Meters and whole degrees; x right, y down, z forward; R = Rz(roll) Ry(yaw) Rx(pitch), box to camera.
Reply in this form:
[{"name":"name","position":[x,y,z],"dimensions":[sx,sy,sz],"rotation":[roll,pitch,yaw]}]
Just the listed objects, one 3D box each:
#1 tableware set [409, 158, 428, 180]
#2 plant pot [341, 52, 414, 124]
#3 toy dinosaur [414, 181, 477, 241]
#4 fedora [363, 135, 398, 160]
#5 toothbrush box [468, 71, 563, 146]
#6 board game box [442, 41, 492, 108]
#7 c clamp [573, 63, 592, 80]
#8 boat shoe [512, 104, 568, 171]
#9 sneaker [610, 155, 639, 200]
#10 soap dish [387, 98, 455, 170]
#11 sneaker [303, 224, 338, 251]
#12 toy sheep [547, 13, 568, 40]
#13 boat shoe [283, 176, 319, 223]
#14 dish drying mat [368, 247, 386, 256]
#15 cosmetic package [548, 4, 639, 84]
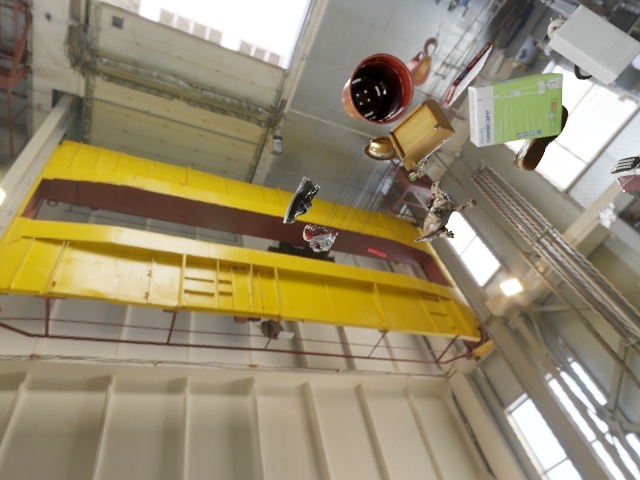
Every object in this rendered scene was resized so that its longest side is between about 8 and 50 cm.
[{"name":"tableware set","position":[0.482,-0.353,2.017],"dimensions":[0.024,0.104,0.154],"rotation":[64,-174,24]},{"name":"plant pot","position":[0.220,-0.630,1.746],"dimensions":[0.273,0.272,0.265],"rotation":[17,-171,-15]},{"name":"toy dinosaur","position":[0.425,-0.080,1.481],"dimensions":[0.127,0.200,0.295],"rotation":[36,-106,-7]},{"name":"fedora","position":[0.327,-0.500,2.161],"dimensions":[0.195,0.079,0.194],"rotation":[-3,-136,3]},{"name":"toothbrush box","position":[0.692,-0.468,1.457],"dimensions":[0.284,0.206,0.122],"rotation":[-8,-158,10]},{"name":"board game box","position":[0.622,-0.697,1.724],"dimensions":[0.027,0.145,0.281],"rotation":[37,-105,12]},{"name":"c clamp","position":[1.076,-0.722,1.631],"dimensions":[0.138,0.160,0.022],"rotation":[3,-176,-14]},{"name":"boat shoe","position":[1.037,-0.490,1.940],"dimensions":[0.124,0.341,0.123],"rotation":[25,-172,-14]},{"name":"sneaker","position":[1.088,-0.195,1.266],"dimensions":[0.106,0.281,0.162],"rotation":[-47,-68,-18]},{"name":"soap dish","position":[0.479,-0.522,1.989],"dimensions":[0.118,0.291,0.228],"rotation":[10,-129,-44]},{"name":"sneaker","position":[0.000,0.000,1.470],"dimensions":[0.088,0.092,0.225],"rotation":[21,-175,22]},{"name":"toy sheep","position":[0.965,-0.852,1.644],"dimensions":[0.091,0.091,0.131],"rotation":[21,-114,-9]},{"name":"boat shoe","position":[-0.077,-0.169,1.761],"dimensions":[0.091,0.114,0.302],"rotation":[26,-133,-4]},{"name":"dish drying mat","position":[0.253,0.052,1.804],"dimensions":[0.084,0.032,0.008],"rotation":[20,-120,9]},{"name":"cosmetic package","position":[0.859,-0.610,1.274],"dimensions":[0.231,0.117,0.085],"rotation":[42,-169,10]}]
